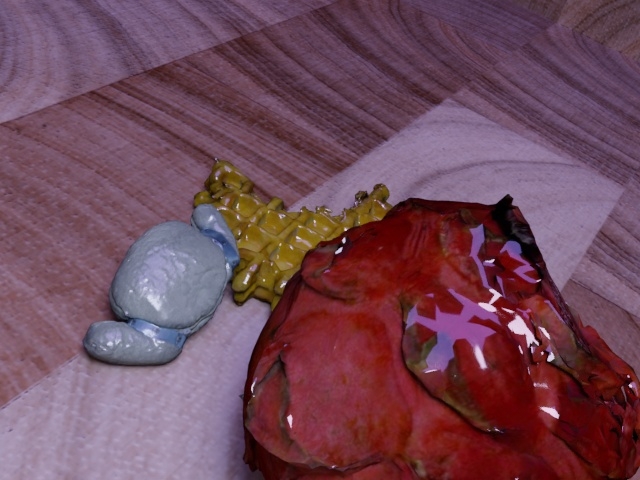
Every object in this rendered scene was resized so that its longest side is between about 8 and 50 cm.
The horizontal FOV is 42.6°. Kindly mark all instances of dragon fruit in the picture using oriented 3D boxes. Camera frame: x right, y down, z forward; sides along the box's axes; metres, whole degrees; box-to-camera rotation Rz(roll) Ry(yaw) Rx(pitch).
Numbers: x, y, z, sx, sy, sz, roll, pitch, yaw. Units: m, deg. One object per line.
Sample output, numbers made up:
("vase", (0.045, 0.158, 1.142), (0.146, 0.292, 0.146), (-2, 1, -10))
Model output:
("dragon fruit", (0.091, 0.119, 0.628), (0.301, 0.296, 0.295), (-37, 56, -7))

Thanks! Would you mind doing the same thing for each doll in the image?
("doll", (-0.145, 0.040, 0.799), (0.103, 0.071, 0.214), (29, 49, 2))

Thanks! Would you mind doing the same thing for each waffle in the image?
("waffle", (0.000, 0.000, 0.939), (0.292, 0.069, 0.260), (4, 37, -18))
